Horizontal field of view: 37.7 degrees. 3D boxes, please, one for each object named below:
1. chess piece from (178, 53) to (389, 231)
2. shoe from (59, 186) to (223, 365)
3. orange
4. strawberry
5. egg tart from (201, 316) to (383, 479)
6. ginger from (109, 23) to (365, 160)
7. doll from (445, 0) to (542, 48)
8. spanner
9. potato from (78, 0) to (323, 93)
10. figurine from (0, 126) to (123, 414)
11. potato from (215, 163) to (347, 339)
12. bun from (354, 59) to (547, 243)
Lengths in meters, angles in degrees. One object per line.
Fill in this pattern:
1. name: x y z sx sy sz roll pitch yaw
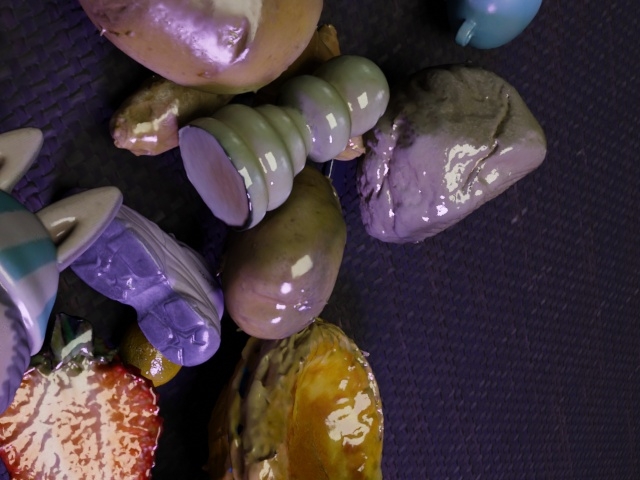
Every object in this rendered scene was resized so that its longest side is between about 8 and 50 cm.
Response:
1. chess piece: -0.024 -0.124 1.040 0.243 0.133 0.133 -34 129 -26
2. shoe: -0.198 0.022 1.086 0.095 0.138 0.245 -34 110 18
3. orange: -0.206 0.137 1.137 0.085 0.085 0.095 5 118 -46
4. strawberry: -0.276 0.216 1.060 0.188 0.106 0.286 -13 98 -22
5. egg tart: -0.033 0.284 1.258 0.388 0.168 0.388 40 43 -51
6. ginger: -0.061 -0.260 1.101 0.348 0.122 0.363 4 99 -48
7. doll: 0.265 -0.392 1.336 0.314 0.141 0.177 -59 169 -25
8. spanner: 0.000 0.000 1.331 0.087 0.024 0.316 4 103 -47
9. potato: -0.125 -0.278 0.907 0.239 0.116 0.299 -46 106 2
10. figurine: -0.320 0.090 0.871 0.377 0.266 0.361 -34 143 -19
11. potato: -0.042 0.004 1.150 0.296 0.141 0.192 -71 -178 -67
12. bun: 0.164 -0.131 1.281 0.281 0.281 0.205 -32 89 -32
